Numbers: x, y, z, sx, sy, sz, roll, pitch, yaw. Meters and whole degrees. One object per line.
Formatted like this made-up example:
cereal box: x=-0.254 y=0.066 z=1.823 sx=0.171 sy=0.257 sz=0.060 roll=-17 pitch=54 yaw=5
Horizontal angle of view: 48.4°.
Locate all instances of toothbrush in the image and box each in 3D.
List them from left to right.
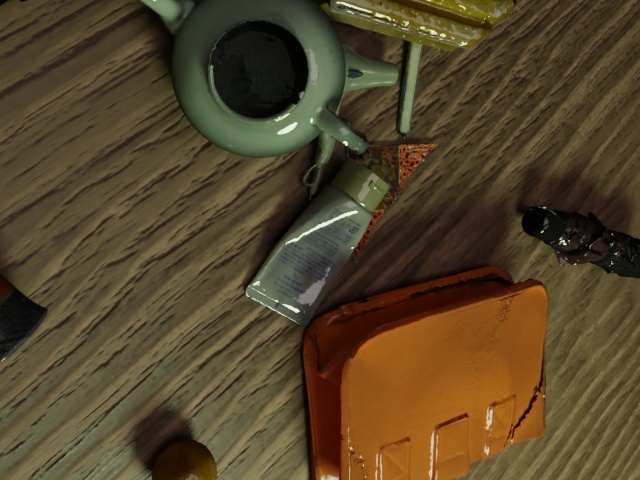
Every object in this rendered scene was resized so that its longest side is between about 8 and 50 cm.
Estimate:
toothbrush: x=0.134 y=-0.289 z=0.988 sx=0.026 sy=0.028 sz=0.294 roll=3 pitch=98 yaw=-17

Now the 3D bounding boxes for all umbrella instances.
umbrella: x=0.469 y=0.003 z=1.235 sx=0.326 sy=0.094 sz=0.090 roll=17 pitch=75 yaw=-36

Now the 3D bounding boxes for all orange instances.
orange: x=-0.166 y=0.286 z=0.872 sx=0.085 sy=0.085 sz=0.085 roll=-7 pitch=103 yaw=-33

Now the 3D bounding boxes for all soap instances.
soap: x=0.132 y=-0.340 z=0.918 sx=0.257 sy=0.080 sz=0.160 roll=9 pitch=96 yaw=-24

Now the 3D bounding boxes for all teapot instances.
teapot: x=-0.067 y=-0.186 z=0.784 sx=0.294 sy=0.129 sz=0.193 roll=34 pitch=99 yaw=-11

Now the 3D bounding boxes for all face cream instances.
face cream: x=0.000 y=0.000 z=0.946 sx=0.114 sy=0.070 sz=0.224 roll=33 pitch=93 yaw=-34

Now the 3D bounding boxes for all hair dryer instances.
hair dryer: x=0.040 y=-0.164 z=0.943 sx=0.167 sy=0.067 sz=0.199 roll=-23 pitch=122 yaw=-35

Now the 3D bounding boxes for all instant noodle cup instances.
instant noodle cup: x=-0.355 y=0.059 z=0.682 sx=0.127 sy=0.127 sz=0.136 roll=-43 pitch=111 yaw=-20

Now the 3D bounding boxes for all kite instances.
kite: x=0.074 y=-0.092 z=0.999 sx=0.125 sy=0.008 sz=0.222 roll=44 pitch=74 yaw=-31

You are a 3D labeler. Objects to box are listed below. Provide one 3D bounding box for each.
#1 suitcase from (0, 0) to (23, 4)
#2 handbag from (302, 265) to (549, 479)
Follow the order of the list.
suitcase: x=-0.203 y=-0.323 z=0.561 sx=0.339 sy=0.345 sz=0.188 roll=-50 pitch=125 yaw=-18
handbag: x=0.171 y=0.216 z=1.066 sx=0.410 sy=0.116 sz=0.304 roll=-12 pitch=109 yaw=-31
